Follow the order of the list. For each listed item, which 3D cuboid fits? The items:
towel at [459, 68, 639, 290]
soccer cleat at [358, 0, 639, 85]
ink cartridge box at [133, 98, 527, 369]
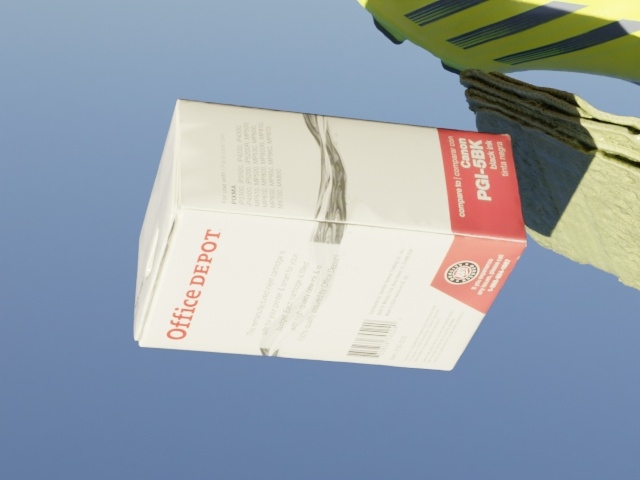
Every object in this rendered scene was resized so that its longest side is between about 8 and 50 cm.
[{"bbox_3d":[0.127,-0.024,0.784,0.110,0.027,0.148,27,163,34],"label":"towel"},{"bbox_3d":[0.153,-0.125,0.846,0.289,0.093,0.121,15,151,-13],"label":"soccer cleat"},{"bbox_3d":[0.000,0.000,0.664,0.135,0.099,0.056,6,-126,-14],"label":"ink cartridge box"}]
